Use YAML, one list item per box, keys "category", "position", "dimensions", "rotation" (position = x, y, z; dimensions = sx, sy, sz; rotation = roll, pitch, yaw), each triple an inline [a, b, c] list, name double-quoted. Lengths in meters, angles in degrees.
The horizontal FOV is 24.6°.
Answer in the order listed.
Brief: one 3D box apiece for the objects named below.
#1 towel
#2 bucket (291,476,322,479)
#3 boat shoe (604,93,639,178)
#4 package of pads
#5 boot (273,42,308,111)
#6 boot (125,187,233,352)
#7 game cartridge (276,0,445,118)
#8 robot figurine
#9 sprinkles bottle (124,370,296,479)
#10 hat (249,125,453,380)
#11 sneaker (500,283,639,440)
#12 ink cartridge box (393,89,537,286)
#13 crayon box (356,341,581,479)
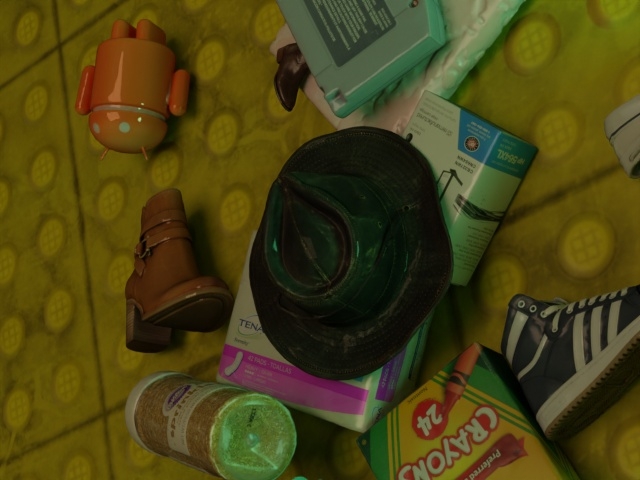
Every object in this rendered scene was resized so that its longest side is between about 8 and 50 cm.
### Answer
- category: "towel"
  position: [0.102, -0.300, 1.993]
  dimensions: [0.332, 0.053, 0.317]
  rotation: [-54, 49, 17]
- category: "bucket"
  position: [-0.093, 0.430, 1.842]
  dimensions: [0.281, 0.281, 0.183]
  rotation: [-33, 64, 32]
- category: "boat shoe"
  position: [0.435, -0.154, 1.640]
  dimensions: [0.258, 0.095, 0.084]
  rotation: [-37, 60, 42]
- category: "package of pads"
  position: [0.006, 0.112, 1.940]
  dimensions: [0.296, 0.101, 0.229]
  rotation: [13, 88, 43]
- category: "boot"
  position: [-0.010, -0.241, 2.018]
  dimensions: [0.114, 0.037, 0.106]
  rotation: [-19, 64, 32]
- category: "boot"
  position: [-0.203, 0.029, 2.127]
  dimensions: [0.283, 0.109, 0.220]
  rotation: [144, 133, -60]
- category: "game cartridge"
  position: [0.047, -0.324, 1.957]
  dimensions: [0.196, 0.060, 0.294]
  rotation: [-37, 56, 20]
- category: "robot figurine"
  position: [-0.290, -0.230, 2.276]
  dimensions: [0.128, 0.158, 0.220]
  rotation: [160, 117, -69]
- category: "sprinkles bottle"
  position: [-0.153, 0.245, 1.952]
  dimensions: [0.355, 0.121, 0.121]
  rotation: [-1, 78, 65]
- category: "hat"
  position: [0.000, 0.000, 1.817]
  dimensions: [0.331, 0.134, 0.331]
  rotation: [-12, 69, 34]
- category: "sneaker"
  position: [0.318, 0.084, 1.669]
  dimensions: [0.282, 0.099, 0.153]
  rotation: [-48, 54, 26]
- category: "ink cartridge box"
  position: [0.157, -0.065, 1.860]
  dimensions: [0.148, 0.086, 0.203]
  rotation: [34, 102, 41]
- category: "crayon box"
  position: [0.199, 0.304, 1.715]
  dimensions: [0.202, 0.081, 0.319]
  rotation: [-42, 55, 15]
